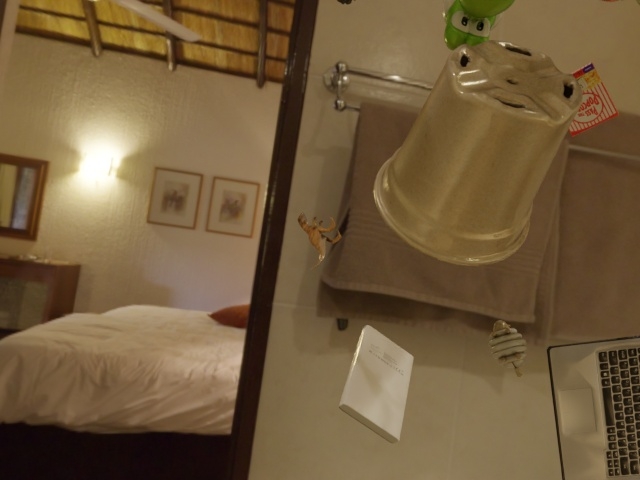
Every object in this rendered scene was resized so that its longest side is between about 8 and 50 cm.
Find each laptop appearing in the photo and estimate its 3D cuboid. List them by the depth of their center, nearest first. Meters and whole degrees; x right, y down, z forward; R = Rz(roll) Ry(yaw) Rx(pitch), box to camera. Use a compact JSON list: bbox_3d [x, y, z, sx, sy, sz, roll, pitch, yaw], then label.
[{"bbox_3d":[0.780,0.432,0.987,0.408,0.382,0.236,-9,5,7],"label":"laptop"}]

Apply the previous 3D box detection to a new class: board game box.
[{"bbox_3d":[0.878,-0.471,1.482,0.146,0.193,0.045,-28,10,39],"label":"board game box"}]

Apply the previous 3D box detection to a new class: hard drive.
[{"bbox_3d":[0.184,0.436,1.378,0.203,0.307,0.040,36,-50,-7],"label":"hard drive"}]

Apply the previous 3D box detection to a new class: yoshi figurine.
[{"bbox_3d":[0.330,-0.536,0.852,0.203,0.362,0.203,3,-22,32],"label":"yoshi figurine"}]

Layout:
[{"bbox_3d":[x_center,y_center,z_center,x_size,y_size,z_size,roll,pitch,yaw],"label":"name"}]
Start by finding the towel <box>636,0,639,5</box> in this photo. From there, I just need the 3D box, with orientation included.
[{"bbox_3d":[0.922,-0.803,1.134,0.090,0.321,0.374,-18,-20,-5],"label":"towel"}]

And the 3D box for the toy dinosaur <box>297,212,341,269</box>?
[{"bbox_3d":[0.000,0.000,1.194,0.112,0.211,0.064,-27,-45,0],"label":"toy dinosaur"}]

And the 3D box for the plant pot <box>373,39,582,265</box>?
[{"bbox_3d":[0.294,-0.176,0.824,0.333,0.334,0.305,8,-39,-2],"label":"plant pot"}]

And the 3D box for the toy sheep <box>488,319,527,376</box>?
[{"bbox_3d":[0.435,0.249,1.024,0.091,0.132,0.091,-7,-23,-3],"label":"toy sheep"}]

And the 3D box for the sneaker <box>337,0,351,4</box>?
[{"bbox_3d":[-0.023,-0.497,0.646,0.146,0.134,0.343,45,5,17],"label":"sneaker"}]
